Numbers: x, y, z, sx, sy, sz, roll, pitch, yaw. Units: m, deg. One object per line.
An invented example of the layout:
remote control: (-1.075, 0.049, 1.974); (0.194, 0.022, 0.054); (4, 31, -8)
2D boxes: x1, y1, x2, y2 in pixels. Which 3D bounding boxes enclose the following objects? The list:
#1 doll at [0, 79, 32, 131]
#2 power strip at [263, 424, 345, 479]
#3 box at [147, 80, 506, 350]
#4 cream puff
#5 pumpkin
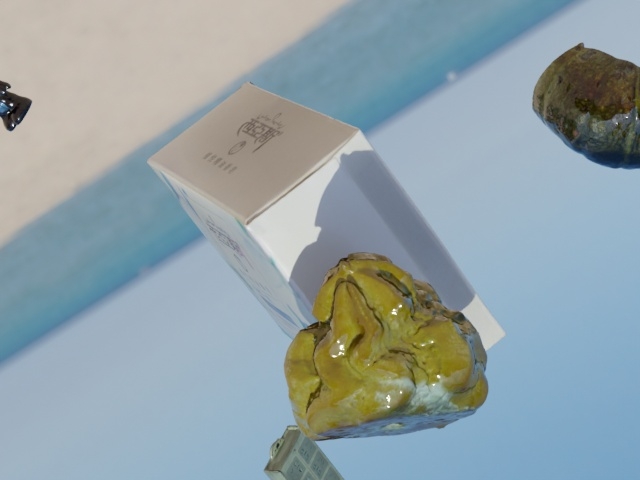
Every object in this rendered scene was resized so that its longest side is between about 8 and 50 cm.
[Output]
doll: (-0.405, -0.178, 2.025); (0.096, 0.195, 0.070); (-24, -137, 58)
power strip: (0.001, 0.207, 1.527); (0.019, 0.136, 0.051); (-4, -136, 39)
box: (-0.002, 0.002, 1.469); (0.116, 0.203, 0.274); (-40, -157, -8)
cream puff: (0.040, 0.071, 1.253); (0.146, 0.116, 0.146); (-11, 170, -2)
pumpkin: (0.299, -0.125, 1.731); (0.183, 0.107, 0.119); (-18, 141, -14)
